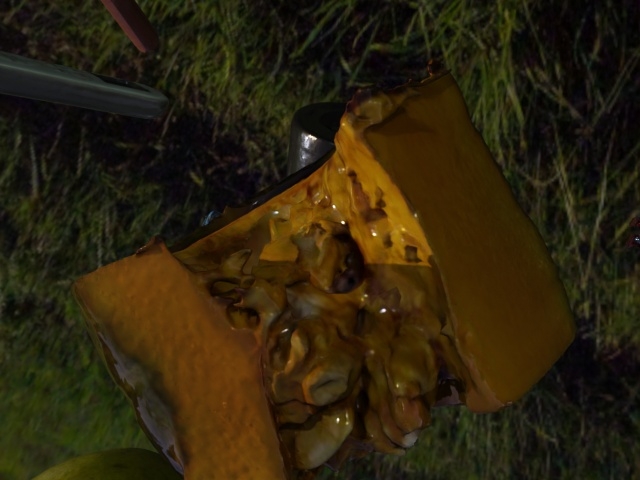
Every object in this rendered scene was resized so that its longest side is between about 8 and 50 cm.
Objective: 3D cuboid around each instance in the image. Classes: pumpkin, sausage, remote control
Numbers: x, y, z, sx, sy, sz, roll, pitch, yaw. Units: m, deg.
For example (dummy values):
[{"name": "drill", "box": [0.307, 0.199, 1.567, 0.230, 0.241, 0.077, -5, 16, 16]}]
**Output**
[{"name": "pumpkin", "box": [0.007, 0.041, 0.542, 0.303, 0.226, 0.256, -27, 179, 9]}, {"name": "sausage", "box": [-0.233, -0.275, 0.922, 0.035, 0.030, 0.147, 19, 163, 25]}, {"name": "remote control", "box": [-0.302, -0.168, 0.794, 0.309, 0.038, 0.090, 4, -163, -42]}]

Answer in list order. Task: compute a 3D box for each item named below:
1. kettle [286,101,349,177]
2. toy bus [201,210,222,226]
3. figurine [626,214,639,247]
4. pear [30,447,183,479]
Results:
[{"name": "kettle", "box": [0.061, -0.016, 1.074, 0.268, 0.207, 0.290, 36, 125, 44]}, {"name": "toy bus", "box": [-0.192, -0.007, 1.341, 0.038, 0.083, 0.046, 30, 154, -22]}, {"name": "figurine", "box": [0.528, 0.001, 1.130, 0.140, 0.068, 0.075, 19, 163, 4]}, {"name": "pear", "box": [-0.327, 0.510, 1.268, 0.413, 0.352, 0.352, 12, 147, 17]}]
